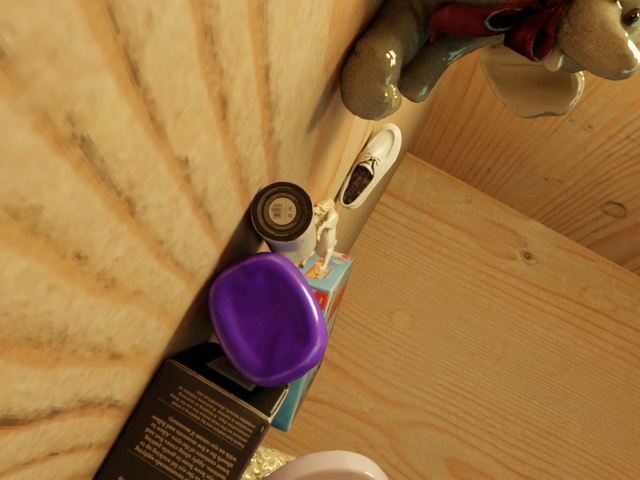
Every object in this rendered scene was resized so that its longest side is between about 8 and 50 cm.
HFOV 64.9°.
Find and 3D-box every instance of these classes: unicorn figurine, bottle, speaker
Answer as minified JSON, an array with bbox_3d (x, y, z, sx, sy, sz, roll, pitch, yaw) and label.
[{"bbox_3d":[0.000,0.000,0.810,0.111,0.060,0.162,-54,172,-47],"label":"unicorn figurine"},{"bbox_3d":[-0.045,0.088,0.552,0.092,0.118,0.283,-27,171,-4],"label":"bottle"},{"bbox_3d":[-0.032,-0.012,0.495,0.055,0.055,0.136,-60,174,-8],"label":"speaker"}]

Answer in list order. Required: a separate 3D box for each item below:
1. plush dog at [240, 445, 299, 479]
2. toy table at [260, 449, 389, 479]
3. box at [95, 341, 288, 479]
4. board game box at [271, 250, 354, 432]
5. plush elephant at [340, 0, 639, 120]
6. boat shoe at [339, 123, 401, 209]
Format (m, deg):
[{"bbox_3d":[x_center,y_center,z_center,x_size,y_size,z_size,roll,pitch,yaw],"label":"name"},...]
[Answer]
[{"bbox_3d":[-0.164,0.399,0.739,0.210,0.262,0.226,42,64,-51],"label":"plush dog"},{"bbox_3d":[-0.017,0.328,0.393,0.161,0.252,0.275,-116,-138,-78],"label":"toy table"},{"bbox_3d":[-0.132,0.219,0.487,0.207,0.108,0.153,-61,175,-3],"label":"box"},{"bbox_3d":[-0.030,0.192,1.085,0.308,0.086,0.302,-38,145,-75],"label":"board game box"},{"bbox_3d":[0.207,-0.235,0.481,0.330,0.255,0.272,-55,172,-45],"label":"plush elephant"},{"bbox_3d":[0.091,-0.141,0.958,0.184,0.066,0.063,-52,177,10],"label":"boat shoe"}]
